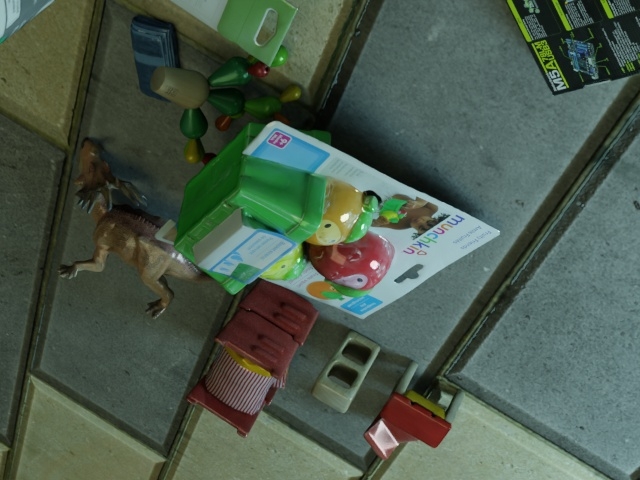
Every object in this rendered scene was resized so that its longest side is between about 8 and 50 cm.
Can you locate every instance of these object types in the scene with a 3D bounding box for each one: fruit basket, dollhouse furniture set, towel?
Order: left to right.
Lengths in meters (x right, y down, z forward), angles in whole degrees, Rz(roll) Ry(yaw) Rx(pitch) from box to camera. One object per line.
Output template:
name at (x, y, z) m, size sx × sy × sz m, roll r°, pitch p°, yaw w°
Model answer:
towel at (-0.225, -0.246, 1.560) m, size 0.067 × 0.029 × 0.119 m, roll 17°, pitch 136°, yaw 20°
fruit basket at (0.000, 0.000, 1.521) m, size 0.353 × 0.165 × 0.327 m, roll 29°, pitch 142°, yaw -22°
dollhouse furniture set at (0.004, 0.244, 1.770) m, size 0.374 × 0.152 × 0.201 m, roll 31°, pitch 138°, yaw 5°

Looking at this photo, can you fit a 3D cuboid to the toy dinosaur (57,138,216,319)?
toy dinosaur at (-0.275, -0.008, 1.750) m, size 0.296 × 0.127 × 0.200 m, roll 28°, pitch 131°, yaw 0°

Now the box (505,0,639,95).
box at (0.291, -0.257, 1.202) m, size 0.184 × 0.045 × 0.190 m, roll -10°, pitch 123°, yaw 42°

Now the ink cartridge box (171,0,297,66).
ink cartridge box at (-0.118, -0.319, 1.397) m, size 0.209 × 0.062 × 0.109 m, roll 34°, pitch 139°, yaw 1°

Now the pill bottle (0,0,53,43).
pill bottle at (-0.358, -0.359, 1.291) m, size 0.204 × 0.361 × 0.204 m, roll 18°, pitch 136°, yaw 19°

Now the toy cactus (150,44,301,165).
toy cactus at (-0.136, -0.174, 1.478) m, size 0.181 × 0.112 × 0.219 m, roll 14°, pitch 143°, yaw -40°
